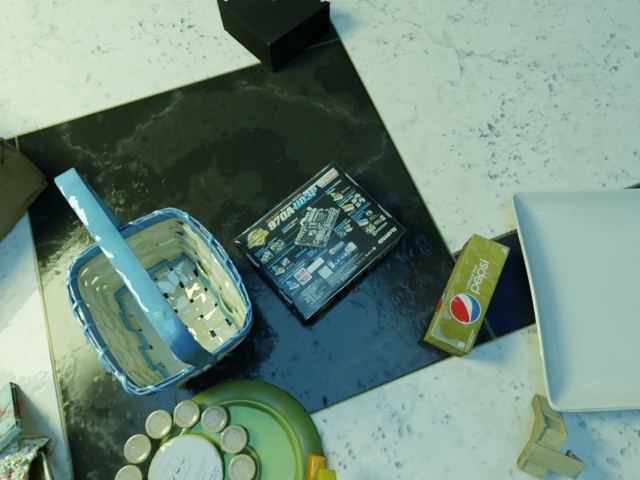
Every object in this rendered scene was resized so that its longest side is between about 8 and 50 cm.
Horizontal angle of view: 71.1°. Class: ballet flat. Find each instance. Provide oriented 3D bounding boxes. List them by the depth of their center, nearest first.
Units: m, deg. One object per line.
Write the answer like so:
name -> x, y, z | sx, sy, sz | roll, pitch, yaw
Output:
ballet flat -> -0.372, 0.356, 0.559 | 0.077, 0.091, 0.240 | -10, 53, -20

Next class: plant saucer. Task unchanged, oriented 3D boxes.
plant saucer -> -0.115, 0.316, 0.620 | 0.241, 0.037, 0.240 | 0, 70, 1

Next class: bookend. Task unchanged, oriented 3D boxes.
bookend -> -0.091, -0.443, 0.887 | 0.156, 0.072, 0.157 | -42, 74, -15

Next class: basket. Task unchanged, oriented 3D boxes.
basket -> -0.213, 0.062, 0.581 | 0.201, 0.289, 0.254 | -35, 74, -12

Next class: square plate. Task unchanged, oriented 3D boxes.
square plate -> 0.488, 0.081, 0.699 | 0.345, 0.049, 0.346 | -1, 69, 0

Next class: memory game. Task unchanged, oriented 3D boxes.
memory game -> -0.178, 0.309, 0.595 | 0.186, 0.012, 0.186 | 0, 68, 0

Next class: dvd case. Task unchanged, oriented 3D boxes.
dvd case -> -0.456, 0.259, 0.619 | 0.087, 0.013, 0.119 | -47, 39, -15

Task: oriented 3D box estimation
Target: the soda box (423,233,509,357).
soda box -> 0.226, 0.084, 0.694 | 0.061, 0.058, 0.181 | 25, 71, 10

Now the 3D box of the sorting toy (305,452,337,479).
sorting toy -> 0.000, 0.407, 0.478 | 0.041, 0.229, 0.307 | 10, 72, -9

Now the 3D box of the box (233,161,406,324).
box -> 0.000, 0.000, 0.731 | 0.220, 0.051, 0.175 | -41, 74, -14

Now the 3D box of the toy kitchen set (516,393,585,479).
toy kitchen set -> 0.326, 0.283, 0.634 | 0.068, 0.075, 0.083 | 21, 111, 11

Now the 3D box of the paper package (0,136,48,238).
paper package -> -0.685, -0.079, 0.703 | 0.325, 0.168, 0.309 | 27, 72, 9
